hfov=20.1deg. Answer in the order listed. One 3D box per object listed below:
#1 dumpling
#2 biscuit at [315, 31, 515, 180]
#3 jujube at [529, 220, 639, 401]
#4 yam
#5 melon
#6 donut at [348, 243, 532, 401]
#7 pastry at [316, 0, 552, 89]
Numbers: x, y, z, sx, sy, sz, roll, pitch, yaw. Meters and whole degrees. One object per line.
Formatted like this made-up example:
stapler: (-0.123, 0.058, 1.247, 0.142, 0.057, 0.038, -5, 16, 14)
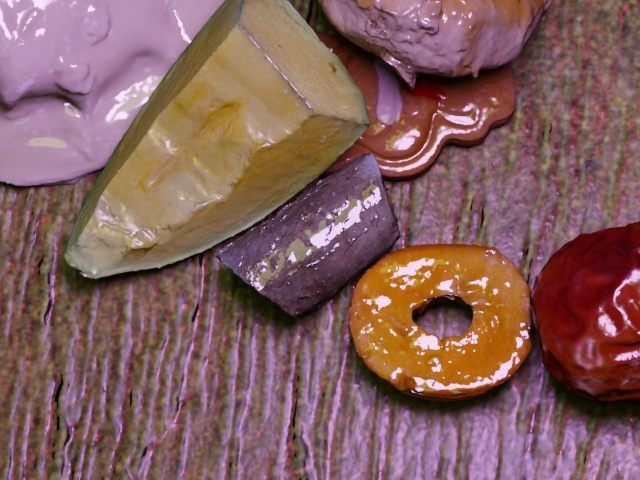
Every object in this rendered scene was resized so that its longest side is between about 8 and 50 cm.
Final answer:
dumpling: (-0.283, -0.214, 1.851, 0.395, 0.233, 0.316, -3, 102, -9)
biscuit: (0.050, -0.146, 1.847, 0.295, 0.044, 0.186, -10, 72, 3)
jujube: (0.322, 0.061, 1.680, 0.250, 0.174, 0.174, -8, 70, 7)
yam: (0.000, 0.000, 1.766, 0.183, 0.107, 0.107, -37, 71, -2)
melon: (-0.122, -0.088, 1.780, 0.323, 0.124, 0.196, -42, 79, 19)
donut: (0.118, 0.083, 1.749, 0.178, 0.065, 0.162, 7, 68, 9)
pastry: (0.114, -0.255, 1.808, 0.235, 0.121, 0.257, 28, 42, 17)
